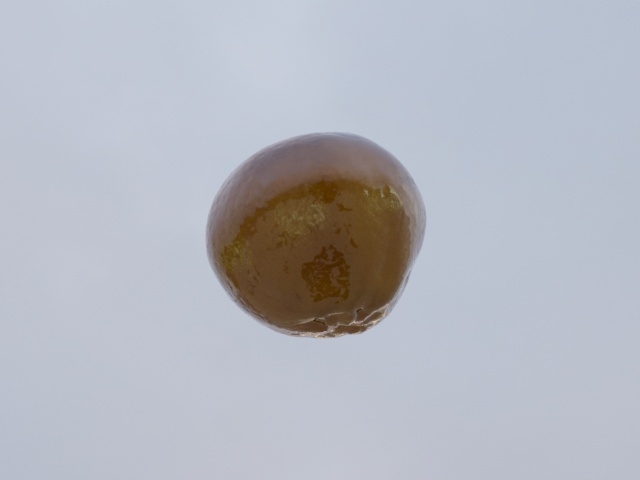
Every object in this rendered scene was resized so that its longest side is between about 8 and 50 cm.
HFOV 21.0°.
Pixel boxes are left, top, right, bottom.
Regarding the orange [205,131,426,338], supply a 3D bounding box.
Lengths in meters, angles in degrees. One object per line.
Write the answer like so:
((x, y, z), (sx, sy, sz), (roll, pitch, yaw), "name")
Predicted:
((0.000, 0.000, 1.199), (0.159, 0.136, 0.159), (-15, -22, -6), "orange")
